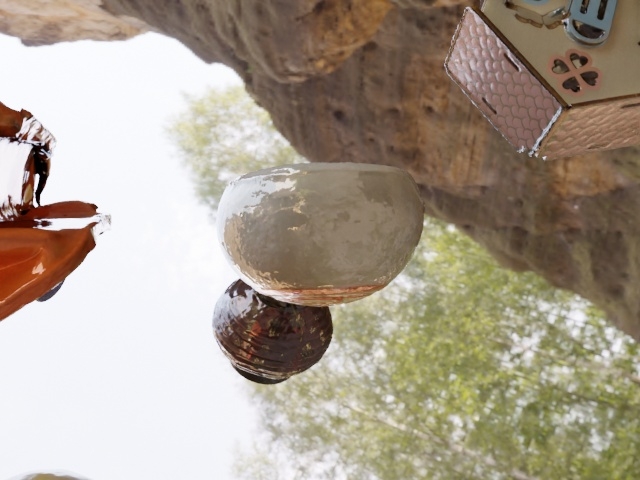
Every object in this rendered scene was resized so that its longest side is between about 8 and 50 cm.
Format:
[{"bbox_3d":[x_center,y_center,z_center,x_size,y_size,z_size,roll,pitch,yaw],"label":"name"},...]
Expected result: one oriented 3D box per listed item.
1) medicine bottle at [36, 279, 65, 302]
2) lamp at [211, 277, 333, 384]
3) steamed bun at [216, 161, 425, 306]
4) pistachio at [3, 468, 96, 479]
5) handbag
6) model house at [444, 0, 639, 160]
[{"bbox_3d":[-0.402,-0.005,0.950,0.059,0.231,0.059,-57,-15,-25],"label":"medicine bottle"},{"bbox_3d":[-0.088,0.153,1.565,0.247,0.247,0.246,-17,-67,-45],"label":"lamp"},{"bbox_3d":[0.000,0.000,1.097,0.283,0.283,0.177,2,-96,-49],"label":"steamed bun"},{"bbox_3d":[-0.356,0.400,1.118,0.162,0.293,0.181,-63,-38,-23],"label":"pistachio"},{"bbox_3d":[-0.303,0.033,0.595,0.304,0.410,0.116,-37,-80,-9],"label":"handbag"},{"bbox_3d":[0.277,-0.226,0.936,0.169,0.326,0.244,109,-178,-70],"label":"model house"}]
